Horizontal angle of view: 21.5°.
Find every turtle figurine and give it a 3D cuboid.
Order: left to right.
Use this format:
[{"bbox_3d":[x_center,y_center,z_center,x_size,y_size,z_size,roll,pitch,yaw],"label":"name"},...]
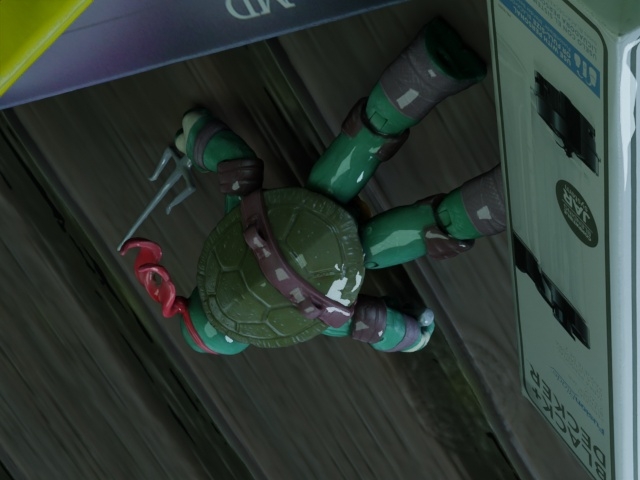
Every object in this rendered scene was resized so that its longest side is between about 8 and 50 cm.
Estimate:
[{"bbox_3d":[0.000,0.000,0.861,0.234,0.118,0.175,-34,106,29],"label":"turtle figurine"}]

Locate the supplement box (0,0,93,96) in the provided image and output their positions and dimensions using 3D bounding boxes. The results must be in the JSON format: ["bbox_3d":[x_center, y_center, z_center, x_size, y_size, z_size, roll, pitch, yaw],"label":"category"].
[{"bbox_3d":[-0.194,-0.086,0.489,0.194,0.356,0.195,-32,107,35],"label":"supplement box"}]

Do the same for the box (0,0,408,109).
[{"bbox_3d":[-0.086,-0.232,0.690,0.296,0.182,0.294,-12,119,27],"label":"box"}]

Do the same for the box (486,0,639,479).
[{"bbox_3d":[0.163,-0.032,0.689,0.087,0.169,0.290,50,163,40],"label":"box"}]
